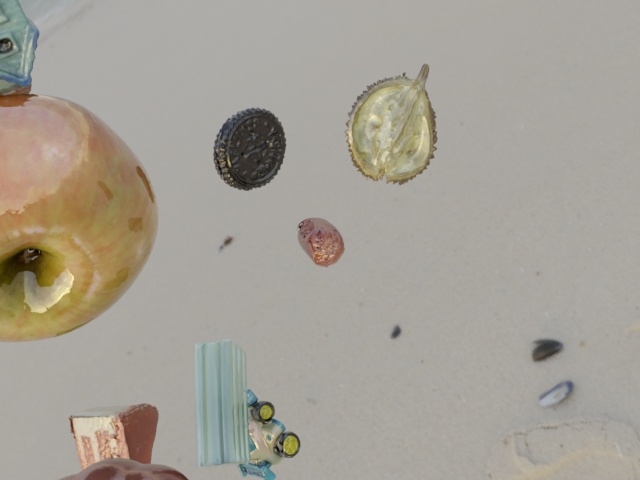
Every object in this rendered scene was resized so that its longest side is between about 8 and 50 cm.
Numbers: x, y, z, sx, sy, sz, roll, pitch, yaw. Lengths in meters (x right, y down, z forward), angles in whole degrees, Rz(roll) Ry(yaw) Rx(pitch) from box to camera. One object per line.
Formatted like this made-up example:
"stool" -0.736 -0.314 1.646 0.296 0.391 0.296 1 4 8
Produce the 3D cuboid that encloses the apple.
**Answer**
"apple" -0.454 -0.045 1.046 0.391 0.391 0.347 -37 46 12

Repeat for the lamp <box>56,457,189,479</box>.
"lamp" -0.270 0.449 0.885 0.305 0.240 0.306 1 54 -1

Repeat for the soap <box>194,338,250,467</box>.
"soap" -0.164 0.276 1.127 0.066 0.119 0.198 -7 70 6

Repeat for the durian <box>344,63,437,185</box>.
"durian" 0.110 -0.180 1.005 0.189 0.148 0.091 -62 14 18

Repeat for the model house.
"model house" -0.681 -0.367 1.271 0.294 0.329 0.251 -29 42 -18

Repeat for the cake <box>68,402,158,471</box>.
"cake" -0.466 0.501 1.565 0.158 0.262 0.159 -4 8 18

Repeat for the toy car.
"toy car" -0.125 0.358 1.232 0.126 0.162 0.098 -12 27 49

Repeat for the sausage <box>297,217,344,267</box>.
"sausage" 0.000 0.000 1.170 0.076 0.076 0.141 -45 16 -1

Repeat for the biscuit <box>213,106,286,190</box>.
"biscuit" -0.156 -0.205 1.514 0.053 0.194 0.195 23 71 46
